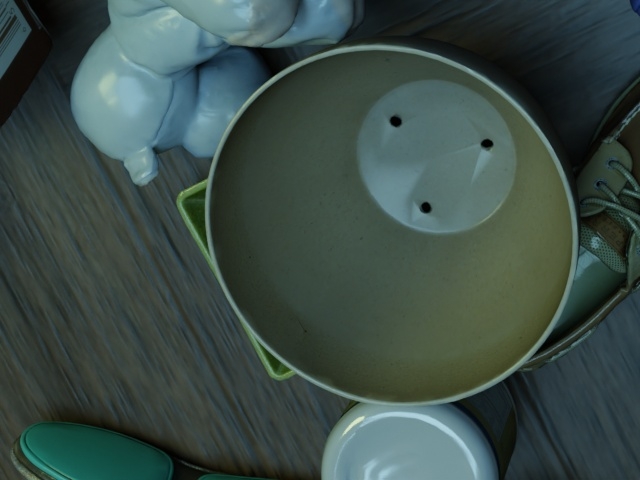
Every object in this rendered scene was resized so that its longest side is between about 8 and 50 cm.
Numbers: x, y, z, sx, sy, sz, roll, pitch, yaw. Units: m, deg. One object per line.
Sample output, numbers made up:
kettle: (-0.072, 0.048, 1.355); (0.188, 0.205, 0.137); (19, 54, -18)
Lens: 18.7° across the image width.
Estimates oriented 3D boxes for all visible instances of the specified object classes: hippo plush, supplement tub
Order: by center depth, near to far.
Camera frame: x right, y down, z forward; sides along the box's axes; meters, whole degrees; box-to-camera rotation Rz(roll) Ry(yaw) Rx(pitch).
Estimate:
hippo plush: (-0.105, -0.153, 1.549); (0.294, 0.234, 0.237); (-3, 124, -30)
supplement tub: (0.088, 0.167, 1.621); (0.144, 0.200, 0.144); (3, 105, 12)

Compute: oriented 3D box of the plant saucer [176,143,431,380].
plant saucer: (0.000, 0.000, 1.677); (0.188, 0.045, 0.188); (-26, 98, 18)

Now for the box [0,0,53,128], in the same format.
box: (-0.435, -0.162, 1.618); (0.381, 0.143, 0.191); (-10, 126, 27)

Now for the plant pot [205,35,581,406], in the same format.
plant pot: (0.074, -0.037, 1.519); (0.284, 0.191, 0.284); (5, 111, 14)

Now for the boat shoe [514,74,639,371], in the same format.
boat shoe: (0.241, -0.013, 1.578); (0.122, 0.120, 0.324); (35, 110, 2)

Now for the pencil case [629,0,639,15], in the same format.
pencil case: (0.189, -0.314, 1.505); (0.306, 0.133, 0.119); (43, 77, -2)

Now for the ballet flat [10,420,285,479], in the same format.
ballet flat: (-0.133, 0.253, 1.751); (0.316, 0.107, 0.106); (15, 121, 9)
